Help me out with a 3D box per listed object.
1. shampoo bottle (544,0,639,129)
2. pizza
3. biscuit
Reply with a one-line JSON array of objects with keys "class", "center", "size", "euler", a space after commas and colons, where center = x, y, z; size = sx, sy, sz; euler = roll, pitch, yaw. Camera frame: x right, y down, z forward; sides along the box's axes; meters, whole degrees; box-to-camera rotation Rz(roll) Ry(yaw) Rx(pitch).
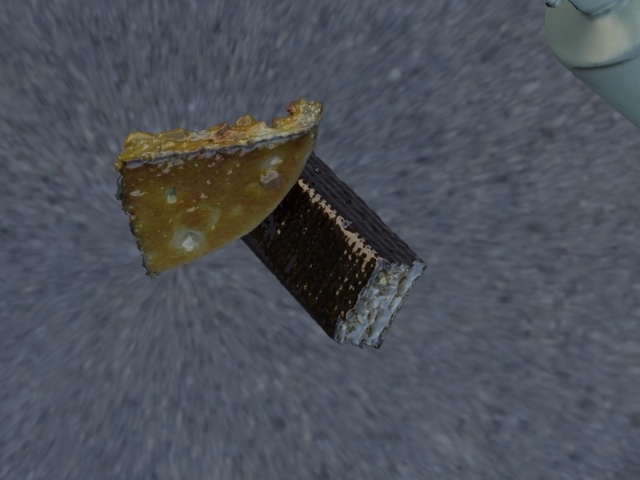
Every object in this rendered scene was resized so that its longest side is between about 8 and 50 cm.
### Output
[{"class": "shampoo bottle", "center": [0.187, -0.083, 0.890], "size": [0.262, 0.085, 0.085], "euler": [33, 87, -39]}, {"class": "pizza", "center": [-0.082, -0.039, 1.167], "size": [0.131, 0.178, 0.041], "euler": [9, 47, -34]}, {"class": "biscuit", "center": [0.000, 0.000, 1.835], "size": [0.252, 0.070, 0.106], "euler": [46, 114, 37]}]
